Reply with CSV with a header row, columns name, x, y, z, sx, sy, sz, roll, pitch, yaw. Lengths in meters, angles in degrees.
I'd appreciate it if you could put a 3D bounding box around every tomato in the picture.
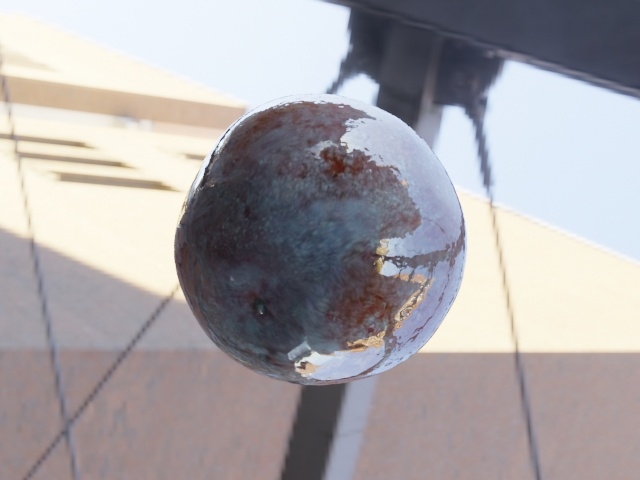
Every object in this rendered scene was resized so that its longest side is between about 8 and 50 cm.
name,x,y,z,sx,sy,sz,roll,pitch,yaw
tomato,0.000,0.000,1.613,0.317,0.282,0.316,12,-58,20
